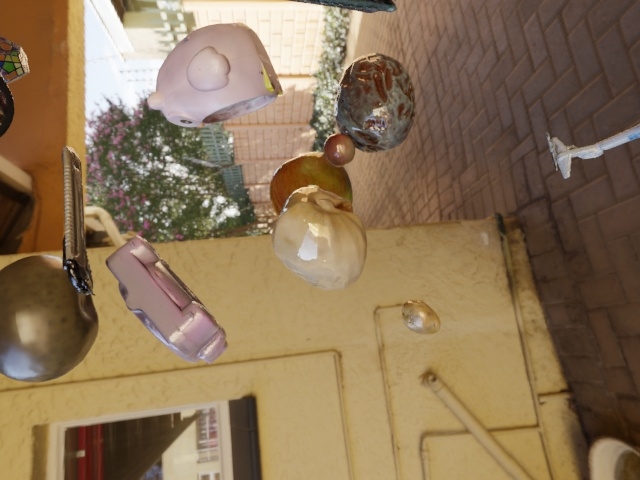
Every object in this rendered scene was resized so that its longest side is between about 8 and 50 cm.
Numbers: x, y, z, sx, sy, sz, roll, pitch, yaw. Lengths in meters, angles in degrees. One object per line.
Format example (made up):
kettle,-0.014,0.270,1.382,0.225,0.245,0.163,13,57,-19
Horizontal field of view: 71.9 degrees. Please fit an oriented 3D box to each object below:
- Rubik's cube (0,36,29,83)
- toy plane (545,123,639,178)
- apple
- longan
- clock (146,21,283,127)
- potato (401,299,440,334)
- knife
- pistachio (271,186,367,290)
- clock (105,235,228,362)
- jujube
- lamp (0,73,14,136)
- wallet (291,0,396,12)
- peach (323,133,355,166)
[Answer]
Rubik's cube,-0.777,-0.439,1.081,0.111,0.093,0.111,174,90,-76
toy plane,0.424,-0.139,0.509,0.273,0.107,0.182,-51,46,45
apple,-0.034,-0.179,1.763,0.339,0.338,0.340,174,90,-82
longan,-0.783,0.216,1.240,0.288,0.287,0.351,125,138,-78
clock,-0.341,-0.515,1.401,0.368,0.376,0.251,-58,-51,-75
potato,0.199,0.154,0.874,0.063,0.083,0.068,-68,20,-4
knife,-0.532,-0.051,0.953,0.089,0.043,0.366,106,149,-64
pistachio,0.000,0.000,1.083,0.309,0.229,0.230,71,-173,-55
clock,-0.340,0.160,1.036,0.295,0.113,0.322,43,164,19
jujube,0.163,-0.398,1.296,0.215,0.246,0.308,-38,47,45
lamp,-0.658,-0.245,0.739,0.247,0.246,0.247,174,90,-82
wallet,-0.044,-0.509,0.818,0.075,0.341,0.237,106,152,-43
peach,0.045,-0.224,1.093,0.083,0.082,0.083,174,90,-82
